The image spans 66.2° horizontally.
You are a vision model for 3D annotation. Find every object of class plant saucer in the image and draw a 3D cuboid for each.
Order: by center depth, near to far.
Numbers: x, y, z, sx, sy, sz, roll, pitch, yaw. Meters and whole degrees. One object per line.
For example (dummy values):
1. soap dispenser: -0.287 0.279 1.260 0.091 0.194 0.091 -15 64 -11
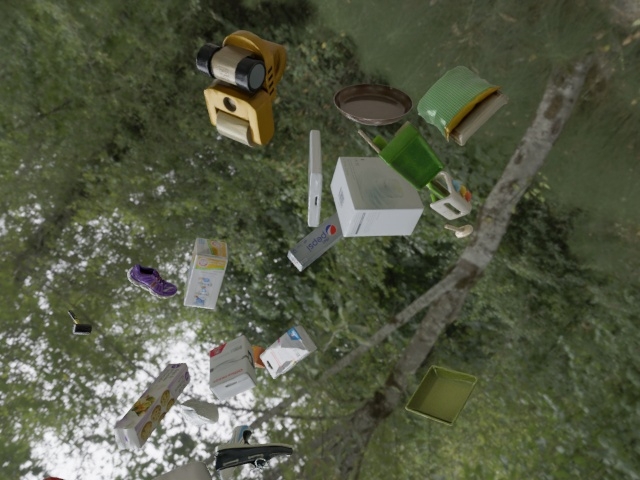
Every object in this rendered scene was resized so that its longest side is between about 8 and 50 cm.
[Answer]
1. plant saucer: 0.400 0.508 1.594 0.188 0.188 0.045 1 132 52
2. plant saucer: 0.205 -0.531 1.934 0.310 0.310 0.050 48 148 40

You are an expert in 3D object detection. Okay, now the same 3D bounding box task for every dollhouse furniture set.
1. dollhouse furniture set: 0.251 -0.300 1.143 0.151 0.301 0.197 32 -162 -45

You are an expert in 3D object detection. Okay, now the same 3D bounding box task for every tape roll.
1. tape roll: -0.505 0.785 1.435 0.072 0.392 0.392 55 -169 24

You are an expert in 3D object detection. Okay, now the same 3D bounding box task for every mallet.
1. mallet: -0.941 0.309 1.879 0.189 0.039 0.062 23 -174 39

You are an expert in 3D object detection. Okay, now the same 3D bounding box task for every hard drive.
1. hard drive: -0.023 -0.250 1.925 0.047 0.233 0.353 2 -143 -3

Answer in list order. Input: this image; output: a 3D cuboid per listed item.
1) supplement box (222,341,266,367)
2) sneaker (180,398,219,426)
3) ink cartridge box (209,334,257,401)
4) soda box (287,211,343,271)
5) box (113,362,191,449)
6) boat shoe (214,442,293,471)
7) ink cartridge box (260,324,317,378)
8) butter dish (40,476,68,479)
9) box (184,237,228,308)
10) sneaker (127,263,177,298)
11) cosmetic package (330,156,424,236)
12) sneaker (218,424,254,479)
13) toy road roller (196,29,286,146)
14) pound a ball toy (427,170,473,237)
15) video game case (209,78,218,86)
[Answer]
1. supplement box: -0.339 0.509 2.181 0.233 0.078 0.080 -1 151 34
2. sneaker: -0.504 0.745 2.087 0.235 0.095 0.090 1 -170 45
3. ink cartridge box: -0.236 0.342 1.320 0.150 0.109 0.063 -111 -3 -59
4. soda box: 0.000 0.000 2.034 0.091 0.286 0.098 49 164 8
5. box: -0.452 0.443 1.352 0.324 0.063 0.067 -61 -36 -74
6. boat shoe: -0.208 0.687 1.560 0.254 0.095 0.079 8 -126 -21
7. ink cartridge box: -0.115 0.394 1.735 0.104 0.181 0.061 54 -160 17
8. butter dish: -0.720 0.685 1.299 0.118 0.160 0.160 35 163 37
9. box: -0.381 0.108 1.629 0.103 0.203 0.114 11 -153 -19
10. sneaker: -0.535 0.130 1.589 0.170 0.071 0.068 32 -156 -32
11. cosmetic package: 0.172 -0.139 1.537 0.224 0.138 0.224 -1 -128 -16
12. sneaker: -0.320 0.802 1.863 0.237 0.086 0.085 -67 -37 -54
13. toy road roller: -0.219 -0.488 1.544 0.202 0.240 0.329 26 143 21
14. pound a ball toy: 0.571 -0.151 2.082 0.319 0.135 0.208 19 -127 -55
15. video game case: -0.322 -0.549 1.868 0.196 0.026 0.274 39 -160 -22
